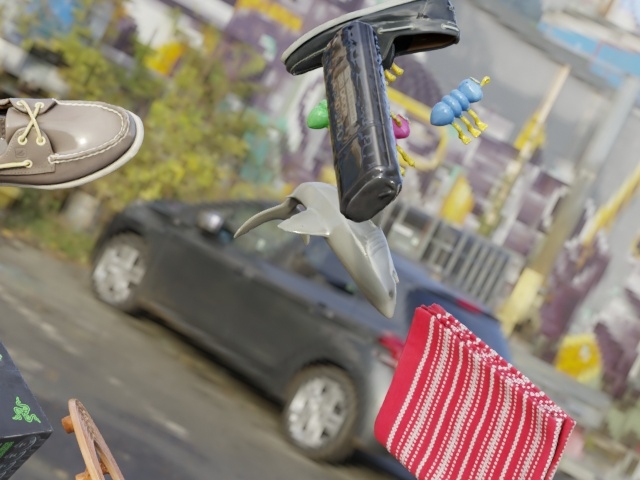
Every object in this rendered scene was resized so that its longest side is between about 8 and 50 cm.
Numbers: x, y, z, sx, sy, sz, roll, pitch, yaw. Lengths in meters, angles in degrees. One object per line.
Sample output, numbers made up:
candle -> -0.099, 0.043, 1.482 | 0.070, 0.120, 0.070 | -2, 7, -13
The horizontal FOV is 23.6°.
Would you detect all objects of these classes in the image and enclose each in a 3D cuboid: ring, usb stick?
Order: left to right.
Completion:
ring -> -0.253, 0.356, 1.931 | 0.336, 0.032, 0.336 | 156, -90, -85
usb stick -> 0.040, -0.126, 1.558 | 0.045, 0.077, 0.278 | 27, 33, -26

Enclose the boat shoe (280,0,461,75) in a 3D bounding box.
boat shoe -> 0.064, -0.253, 1.964 | 0.084, 0.233, 0.079 | 69, 3, -78

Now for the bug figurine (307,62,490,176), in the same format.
bug figurine -> 0.099, -0.205, 2.196 | 0.279, 0.216, 0.072 | 38, -13, 40

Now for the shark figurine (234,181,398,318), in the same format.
shark figurine -> -0.013, -0.024, 1.848 | 0.116, 0.166, 0.278 | -14, 28, -29

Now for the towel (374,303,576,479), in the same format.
towel -> 0.168, 0.218, 1.776 | 0.031, 0.198, 0.275 | 4, 24, -37

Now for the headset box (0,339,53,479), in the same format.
headset box -> -0.476, 0.169, 1.737 | 0.283, 0.131, 0.246 | 3, 47, -57

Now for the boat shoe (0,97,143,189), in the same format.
boat shoe -> -0.397, -0.133, 1.998 | 0.325, 0.116, 0.096 | -5, -23, 10
